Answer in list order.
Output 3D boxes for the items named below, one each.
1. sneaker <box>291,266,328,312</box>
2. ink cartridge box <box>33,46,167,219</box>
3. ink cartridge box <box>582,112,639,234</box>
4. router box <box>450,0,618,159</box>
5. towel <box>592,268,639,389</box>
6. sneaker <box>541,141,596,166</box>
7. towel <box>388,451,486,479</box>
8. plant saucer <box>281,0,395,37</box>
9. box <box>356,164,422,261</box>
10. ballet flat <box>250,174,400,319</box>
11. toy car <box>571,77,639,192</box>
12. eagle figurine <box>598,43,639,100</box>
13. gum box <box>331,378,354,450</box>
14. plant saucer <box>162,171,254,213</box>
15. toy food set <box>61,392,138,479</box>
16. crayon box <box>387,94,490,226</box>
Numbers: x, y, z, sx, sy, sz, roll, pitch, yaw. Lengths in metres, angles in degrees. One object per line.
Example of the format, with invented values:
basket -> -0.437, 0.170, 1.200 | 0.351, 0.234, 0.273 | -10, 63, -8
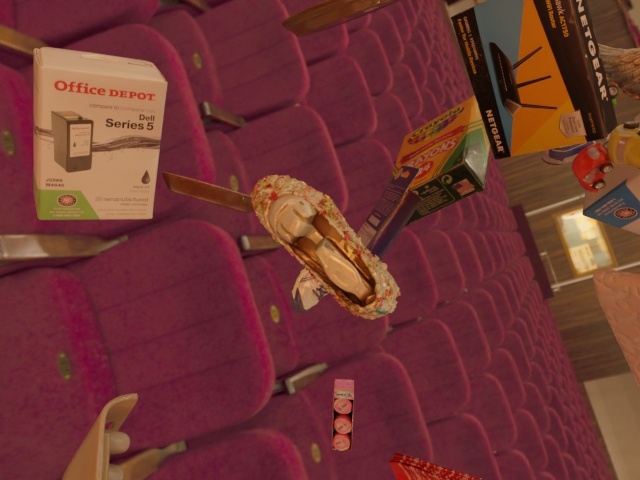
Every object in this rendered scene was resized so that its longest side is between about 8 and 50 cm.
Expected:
sneaker -> 0.026, 0.112, 1.705 | 0.296, 0.131, 0.112 | -54, 133, -10
ink cartridge box -> -0.396, -0.180, 0.953 | 0.199, 0.272, 0.114 | -2, 33, -30
ink cartridge box -> 0.772, -0.106, 1.029 | 0.285, 0.395, 0.166 | 110, -1, -67
router box -> 0.237, -0.191, 0.602 | 0.046, 0.133, 0.178 | -34, 108, -37
towel -> 0.663, 0.199, 0.926 | 0.316, 0.053, 0.332 | 59, -15, -14
sneaker -> 0.633, -0.341, 1.468 | 0.182, 0.128, 0.315 | 59, 21, -26
towel -> 0.284, 0.556, 1.130 | 0.031, 0.275, 0.198 | -40, 116, -39
plant saucer -> 0.059, -0.456, 1.051 | 0.278, 0.278, 0.041 | -60, 133, -65
box -> 0.104, -0.024, 0.919 | 0.037, 0.225, 0.136 | 31, 7, -9
ballet flat -> 0.000, 0.000, 0.651 | 0.241, 0.091, 0.077 | 42, 10, 13
toy car -> 0.482, -0.207, 0.930 | 0.239, 0.053, 0.224 | 71, 11, -84
eagle figurine -> 0.495, -0.230, 0.677 | 0.298, 0.225, 0.226 | 31, 47, -31
gum box -> 0.067, 0.531, 1.629 | 0.107, 0.062, 0.188 | -79, 171, -73
plant saucer -> -0.174, -0.074, 0.867 | 0.168, 0.169, 0.029 | 16, 89, -66
toy food set -> -0.312, 0.411, 0.777 | 0.093, 0.219, 0.306 | 16, 39, -30
crayon box -> 0.266, -0.192, 1.183 | 0.081, 0.202, 0.318 | 45, 42, -21
